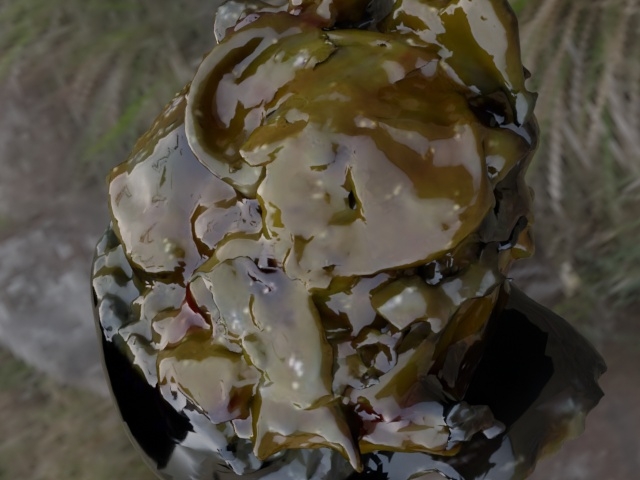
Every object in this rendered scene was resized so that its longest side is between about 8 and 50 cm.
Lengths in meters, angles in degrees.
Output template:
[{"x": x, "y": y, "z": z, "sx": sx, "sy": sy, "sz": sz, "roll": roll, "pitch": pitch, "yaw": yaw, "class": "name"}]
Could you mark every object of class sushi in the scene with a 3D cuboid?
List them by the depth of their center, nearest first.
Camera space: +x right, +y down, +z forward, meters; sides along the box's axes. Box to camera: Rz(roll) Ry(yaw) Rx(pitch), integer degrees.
[{"x": 0.006, "y": 0.001, "z": 0.802, "sx": 0.200, "sy": 0.213, "sz": 0.204, "roll": 16, "pitch": 149, "yaw": 35, "class": "sushi"}]
